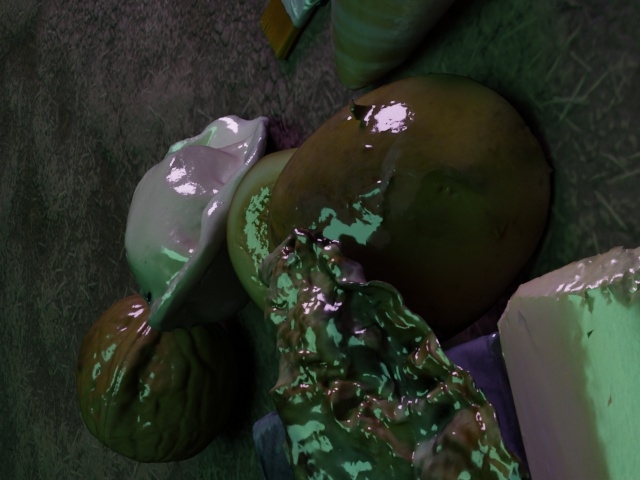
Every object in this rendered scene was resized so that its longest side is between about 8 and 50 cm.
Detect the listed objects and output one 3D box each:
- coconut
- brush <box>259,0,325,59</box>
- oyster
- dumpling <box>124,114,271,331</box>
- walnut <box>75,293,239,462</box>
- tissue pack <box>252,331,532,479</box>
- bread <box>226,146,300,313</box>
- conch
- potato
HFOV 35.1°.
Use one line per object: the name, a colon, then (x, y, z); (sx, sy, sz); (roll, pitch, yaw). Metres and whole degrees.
coconut: (0.238, 0.123, 0.613); (0.233, 0.233, 0.245); (-32, 69, 53)
brush: (0.011, -0.338, 1.113); (0.336, 0.020, 0.085); (-53, 49, 44)
oyster: (0.031, 0.143, 0.777); (0.354, 0.107, 0.201); (53, 145, 37)
dumpling: (-0.119, -0.027, 1.209); (0.243, 0.187, 0.318); (-46, 28, 21)
walnut: (-0.212, 0.176, 1.324); (0.228, 0.228, 0.227); (5, 96, 57)
tissue pack: (0.098, 0.260, 0.920); (0.394, 0.124, 0.287); (-31, 66, 53)
bread: (0.000, 0.000, 1.055); (0.213, 0.105, 0.213); (1, 93, 34)
conch: (0.052, -0.245, 0.960); (0.255, 0.127, 0.158); (-57, 47, 42)
potato: (0.050, -0.018, 0.899); (0.299, 0.116, 0.239); (-40, 72, 26)
